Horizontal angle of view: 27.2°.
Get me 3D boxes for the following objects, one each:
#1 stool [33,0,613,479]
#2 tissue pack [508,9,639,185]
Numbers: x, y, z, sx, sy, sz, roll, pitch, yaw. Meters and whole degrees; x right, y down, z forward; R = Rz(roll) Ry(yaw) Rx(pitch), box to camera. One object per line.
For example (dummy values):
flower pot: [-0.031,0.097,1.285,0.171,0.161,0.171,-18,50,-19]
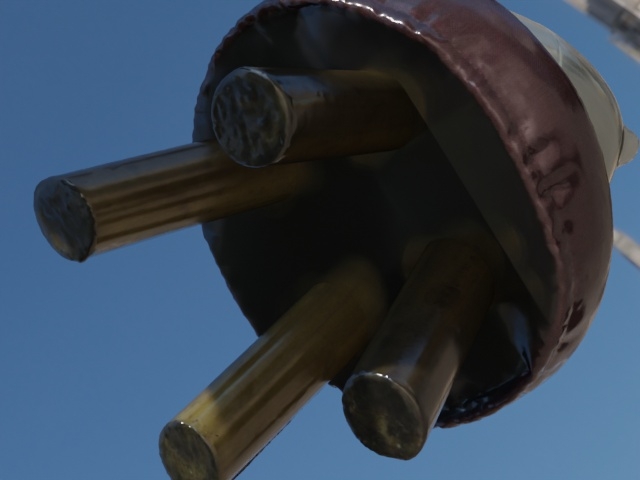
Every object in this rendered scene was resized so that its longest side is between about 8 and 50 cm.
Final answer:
stool: [0.000,0.000,0.710,0.178,0.272,0.272,-31,-35,-45]
tissue pack: [0.074,-0.070,1.022,0.236,0.333,0.229,21,-88,-23]
